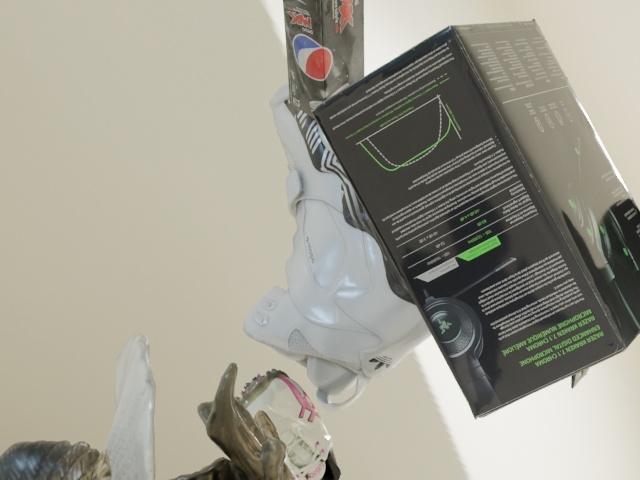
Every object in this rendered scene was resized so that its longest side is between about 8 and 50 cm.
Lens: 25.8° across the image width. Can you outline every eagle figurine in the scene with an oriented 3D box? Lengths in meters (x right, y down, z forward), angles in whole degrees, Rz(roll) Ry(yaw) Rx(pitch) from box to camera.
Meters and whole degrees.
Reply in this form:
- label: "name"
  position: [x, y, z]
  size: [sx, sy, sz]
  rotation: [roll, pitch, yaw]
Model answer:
- label: "eagle figurine"
  position: [-0.133, 0.214, 0.771]
  size: [0.225, 0.298, 0.226]
  rotation: [59, -5, 17]

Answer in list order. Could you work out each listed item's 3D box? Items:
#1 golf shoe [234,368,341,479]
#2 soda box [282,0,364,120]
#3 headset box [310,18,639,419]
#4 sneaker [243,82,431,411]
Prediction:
- label: "golf shoe"
  position: [-0.024, 0.164, 1.195]
  size: [0.086, 0.067, 0.186]
  rotation: [44, -2, 23]
- label: "soda box"
  position: [0.004, -0.190, 1.310]
  size: [0.053, 0.060, 0.169]
  rotation: [37, -29, 29]
- label: "headset box"
  position: [0.154, -0.021, 1.105]
  size: [0.131, 0.246, 0.283]
  rotation: [-30, -92, 25]
- label: "sneaker"
  position: [0.000, 0.000, 1.421]
  size: [0.210, 0.137, 0.366]
  rotation: [-47, -132, 13]
